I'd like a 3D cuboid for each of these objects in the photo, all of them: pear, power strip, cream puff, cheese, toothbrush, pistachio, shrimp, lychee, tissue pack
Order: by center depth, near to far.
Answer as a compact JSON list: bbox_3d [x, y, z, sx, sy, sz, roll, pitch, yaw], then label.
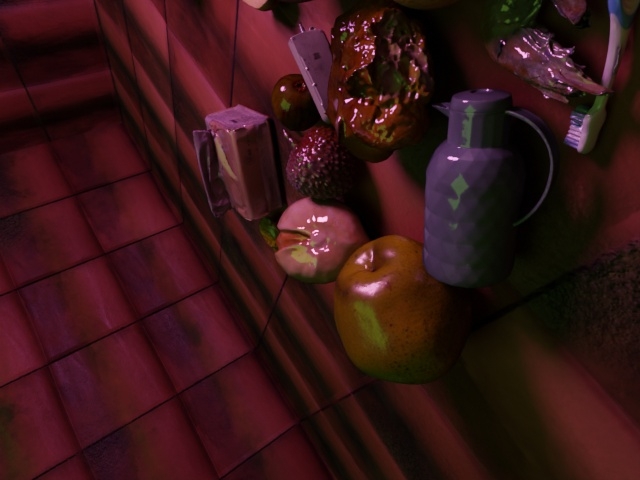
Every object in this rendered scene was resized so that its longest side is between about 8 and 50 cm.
[{"bbox_3d":[0.315,-0.269,0.414,0.040,0.040,0.385,36,144,42],"label":"toothbrush"},{"bbox_3d":[0.268,-0.247,0.483,0.126,0.048,0.223,104,147,-48],"label":"shrimp"},{"bbox_3d":[0.095,-0.252,0.677,0.241,0.155,0.268,100,164,-52],"label":"cream puff"},{"bbox_3d":[0.159,0.139,0.810,0.294,0.294,0.294,41,146,37],"label":"pear"},{"bbox_3d":[0.003,-0.347,0.855,0.226,0.080,0.029,65,158,-2],"label":"power strip"},{"bbox_3d":[-0.008,-0.177,0.924,0.197,0.165,0.165,32,158,-16],"label":"lychee"},{"bbox_3d":[0.000,0.000,1.030,0.229,0.230,0.309,67,164,-6],"label":"pistachio"},{"bbox_3d":[-0.269,-0.233,1.281,0.239,0.239,0.305,35,142,43],"label":"tissue pack"},{"bbox_3d":[-0.159,0.001,1.471,0.156,0.064,0.250,41,155,39],"label":"cheese"}]

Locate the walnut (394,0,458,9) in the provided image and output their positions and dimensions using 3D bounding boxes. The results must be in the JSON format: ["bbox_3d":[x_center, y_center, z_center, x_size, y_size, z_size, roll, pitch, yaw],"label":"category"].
[{"bbox_3d":[0.153,-0.372,0.482,0.197,0.165,0.165,14,125,64],"label":"walnut"}]

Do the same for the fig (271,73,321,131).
[{"bbox_3d":[-0.064,-0.306,0.989,0.124,0.124,0.236,63,165,1],"label":"fig"}]

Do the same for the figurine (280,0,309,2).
[{"bbox_3d":[-0.047,-0.483,0.641,0.211,0.270,0.261,83,-167,-64],"label":"figurine"}]

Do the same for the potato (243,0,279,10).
[{"bbox_3d":[-0.115,-0.544,0.901,0.103,0.067,0.096,55,128,26],"label":"potato"}]

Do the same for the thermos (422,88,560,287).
[{"bbox_3d":[0.241,-0.072,0.609,0.182,0.145,0.286,23,132,38],"label":"thermos"}]
